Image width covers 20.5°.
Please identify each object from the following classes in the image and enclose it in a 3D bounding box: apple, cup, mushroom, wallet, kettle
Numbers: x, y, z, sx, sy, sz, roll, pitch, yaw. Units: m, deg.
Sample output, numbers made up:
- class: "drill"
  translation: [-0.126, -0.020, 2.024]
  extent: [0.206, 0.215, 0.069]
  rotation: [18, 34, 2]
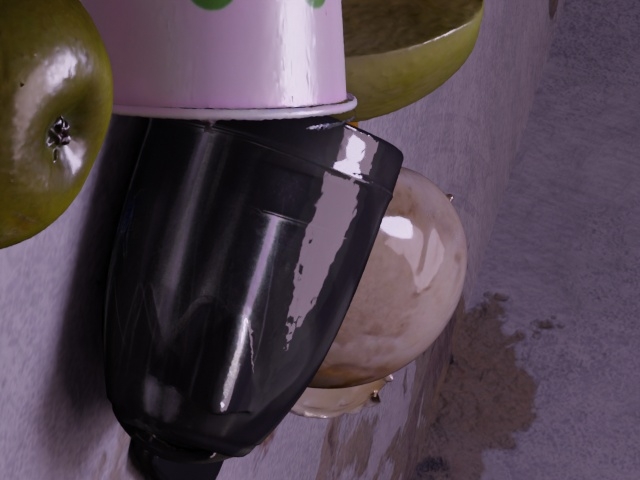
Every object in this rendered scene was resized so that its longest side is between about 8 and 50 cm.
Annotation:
- class: "apple"
  translation: [0.020, -0.250, 1.615]
  extent: [0.292, 0.254, 0.292]
  rotation: [-1, 90, -89]
- class: "cup"
  translation: [-0.093, -0.227, 1.275]
  extent: [0.253, 0.253, 0.274]
  rotation: [-30, 124, -72]
- class: "mushroom"
  translation: [0.000, 0.000, 1.885]
  extent: [0.290, 0.292, 0.292]
  rotation: [-106, -167, -49]
- class: "wallet"
  translation: [-0.139, 0.196, 1.860]
  extent: [0.250, 0.044, 0.149]
  rotation: [69, 40, -68]
- class: "apple"
  translation: [-0.212, -0.086, 1.056]
  extent: [0.196, 0.157, 0.196]
  rotation: [-52, 153, -42]
- class: "kettle"
  translation: [-0.096, 0.039, 1.606]
  extent: [0.324, 0.228, 0.321]
  rotation: [-71, -163, -4]

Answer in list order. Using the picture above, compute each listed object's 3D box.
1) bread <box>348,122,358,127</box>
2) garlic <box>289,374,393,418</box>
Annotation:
- class: "bread"
  translation: [0.002, -0.121, 2.072]
  extent: [0.239, 0.074, 0.092]
  rotation: [82, 27, -58]
- class: "garlic"
  translation: [0.015, 0.057, 2.088]
  extent: [0.281, 0.203, 0.184]
  rotation: [-55, -145, 31]
